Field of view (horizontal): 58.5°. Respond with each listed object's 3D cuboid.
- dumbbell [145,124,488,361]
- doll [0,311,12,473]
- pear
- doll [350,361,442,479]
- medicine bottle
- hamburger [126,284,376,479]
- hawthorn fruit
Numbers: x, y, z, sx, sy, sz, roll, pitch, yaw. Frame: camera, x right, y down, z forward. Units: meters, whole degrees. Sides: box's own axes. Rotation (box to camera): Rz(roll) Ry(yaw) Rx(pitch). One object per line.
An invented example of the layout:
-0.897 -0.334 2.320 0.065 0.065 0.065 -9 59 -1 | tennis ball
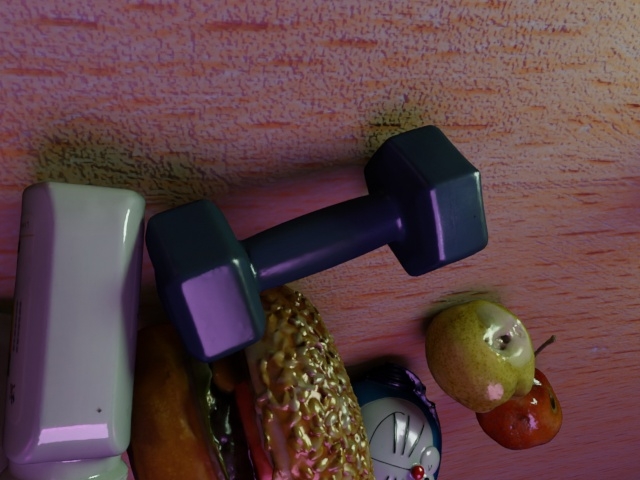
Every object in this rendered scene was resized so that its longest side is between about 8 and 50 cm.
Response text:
0.000 0.000 0.565 0.325 0.160 0.144 -21 140 -15 | dumbbell
-0.409 0.234 0.651 0.370 0.215 0.226 -45 150 22 | doll
0.252 0.183 0.900 0.178 0.178 0.178 -12 138 -10 | pear
0.059 0.340 0.948 0.310 0.284 0.240 12 171 -15 | doll
-0.223 0.102 0.515 0.111 0.296 0.161 3 178 -25 | medicine bottle
-0.077 0.222 0.684 0.250 0.330 0.329 -21 140 -10 | hamburger
0.378 0.279 1.075 0.165 0.165 0.285 -16 133 -5 | hawthorn fruit
